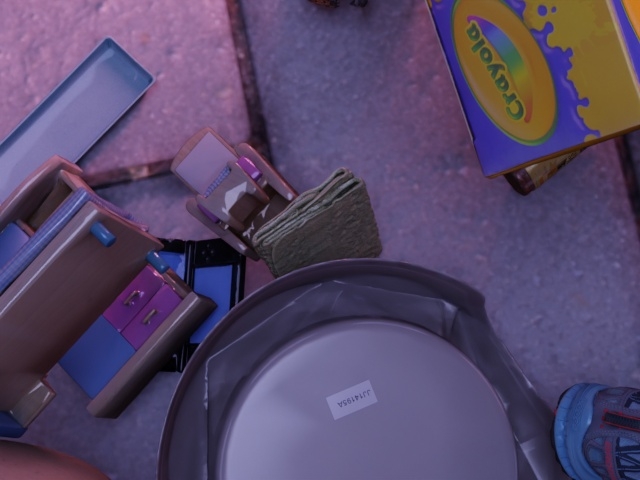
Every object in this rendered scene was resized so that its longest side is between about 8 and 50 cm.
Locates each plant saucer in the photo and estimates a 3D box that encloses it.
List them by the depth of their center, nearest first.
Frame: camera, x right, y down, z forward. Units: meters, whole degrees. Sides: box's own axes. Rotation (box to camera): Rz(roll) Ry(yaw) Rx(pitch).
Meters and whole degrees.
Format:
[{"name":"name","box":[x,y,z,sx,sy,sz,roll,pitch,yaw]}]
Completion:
[{"name":"plant saucer","box":[-0.242,-0.103,1.159,0.067,0.018,0.192,43,85,8]}]

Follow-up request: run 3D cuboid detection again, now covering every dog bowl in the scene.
[{"name":"dog bowl","box":[0.035,0.190,1.030,0.348,0.102,0.349,1,85,-10]}]

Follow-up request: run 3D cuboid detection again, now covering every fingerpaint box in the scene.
[{"name":"fingerpaint box","box":[0.225,-0.312,0.975,0.371,0.163,0.445,-18,90,-42]}]

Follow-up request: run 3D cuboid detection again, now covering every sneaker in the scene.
[{"name":"sneaker","box":[0.313,0.189,0.999,0.262,0.125,0.104,20,75,-30]}]

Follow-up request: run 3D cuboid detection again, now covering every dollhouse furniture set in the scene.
[{"name":"dollhouse furniture set","box":[-0.208,-0.017,0.969,0.198,0.303,0.286,43,93,17]}]

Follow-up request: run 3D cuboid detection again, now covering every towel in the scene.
[{"name":"towel","box":[0.000,0.000,1.072,0.110,0.148,0.027,-34,60,-5]}]

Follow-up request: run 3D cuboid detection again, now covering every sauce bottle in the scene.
[{"name":"sauce bottle","box":[0.224,-0.094,1.131,0.128,0.042,0.042,-38,81,-3]}]

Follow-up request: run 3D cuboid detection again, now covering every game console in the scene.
[{"name":"game console","box":[-0.127,0.055,1.099,0.107,0.071,0.122,-6,77,45]}]

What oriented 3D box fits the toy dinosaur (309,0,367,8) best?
[{"name":"toy dinosaur","box":[0.075,-0.369,1.137,0.218,0.164,0.322,12,101,19]}]

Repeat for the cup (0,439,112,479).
[{"name":"cup","box":[-0.250,0.280,0.916,0.331,0.237,0.331,5,105,19]}]
